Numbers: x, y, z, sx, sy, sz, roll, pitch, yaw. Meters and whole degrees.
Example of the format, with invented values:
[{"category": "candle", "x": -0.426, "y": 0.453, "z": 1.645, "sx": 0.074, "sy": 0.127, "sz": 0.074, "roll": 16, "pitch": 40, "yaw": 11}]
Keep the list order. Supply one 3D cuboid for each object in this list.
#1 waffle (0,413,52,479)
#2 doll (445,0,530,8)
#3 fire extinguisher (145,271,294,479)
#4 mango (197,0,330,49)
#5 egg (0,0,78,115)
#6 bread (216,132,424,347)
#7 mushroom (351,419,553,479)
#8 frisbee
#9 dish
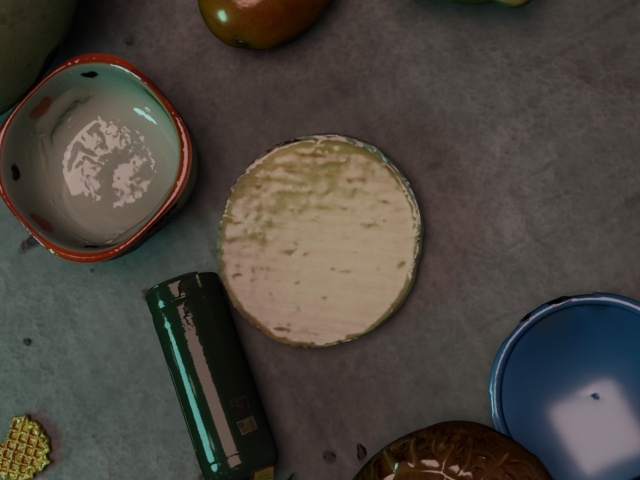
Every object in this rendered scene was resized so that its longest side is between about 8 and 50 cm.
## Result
[{"category": "waffle", "x": -0.383, "y": 0.269, "z": 1.584, "sx": 0.085, "sy": 0.016, "sz": 0.078, "roll": -43, "pitch": 76, "yaw": 6}, {"category": "doll", "x": 0.187, "y": -0.401, "z": 1.461, "sx": 0.177, "sy": 0.161, "sz": 0.260, "roll": 10, "pitch": 83, "yaw": 12}, {"category": "fire extinguisher", "x": -0.114, "y": 0.194, "z": 1.495, "sx": 0.114, "sy": 0.095, "sz": 0.311, "roll": -11, "pitch": 76, "yaw": -30}, {"category": "mango", "x": -0.051, "y": -0.329, "z": 1.528, "sx": 0.221, "sy": 0.120, "sz": 0.151, "roll": -42, "pitch": 75, "yaw": -2}, {"category": "egg", "x": -0.463, "y": -0.320, "z": 1.493, "sx": 0.345, "sy": 0.345, "sz": 0.428, "roll": 51, "pitch": 120, "yaw": 13}, {"category": "bread", "x": 0.000, "y": 0.000, "z": 1.516, "sx": 0.267, "sy": 0.040, "sz": 0.267, "roll": -2, "pitch": 83, "yaw": 12}, {"category": "mushroom", "x": 0.144, "y": 0.323, "z": 1.389, "sx": 0.253, "sy": 0.153, "sz": 0.253, "roll": 1, "pitch": 93, "yaw": 21}, {"category": "frisbee", "x": 0.314, "y": 0.178, "z": 1.420, "sx": 0.242, "sy": 0.045, "sz": 0.242, "roll": 0, "pitch": 91, "yaw": 15}, {"category": "dish", "x": -0.266, "y": -0.095, "z": 1.548, "sx": 0.256, "sy": 0.117, "sz": 0.256, "roll": -1, "pitch": 85, "yaw": 12}]
